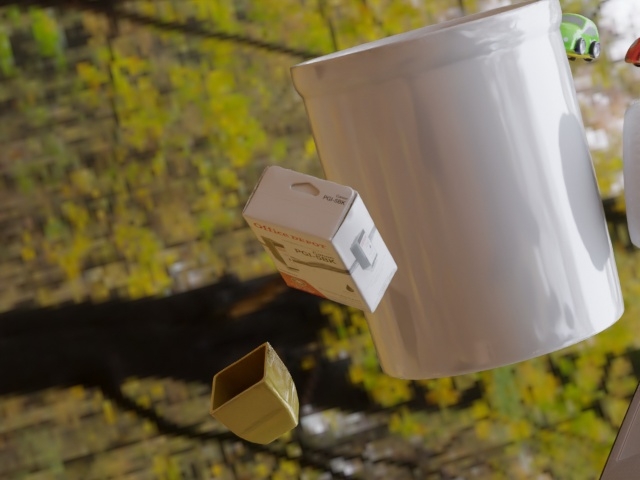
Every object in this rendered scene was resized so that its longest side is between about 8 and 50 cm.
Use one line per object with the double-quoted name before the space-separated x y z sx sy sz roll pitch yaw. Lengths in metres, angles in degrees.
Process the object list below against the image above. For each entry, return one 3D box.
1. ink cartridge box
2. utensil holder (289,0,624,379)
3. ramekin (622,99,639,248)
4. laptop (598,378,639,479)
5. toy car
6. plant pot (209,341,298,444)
"ink cartridge box" 0.000 0.000 1.605 0.099 0.056 0.135 17 -23 29
"utensil holder" 0.171 -0.064 2.099 0.327 0.327 0.385 -170 -116 -75
"ramekin" 0.421 -0.079 2.104 0.207 0.109 0.207 -2 90 -74
"laptop" 0.357 0.020 1.451 0.236 0.408 0.382 56 33 -11
"toy car" 0.352 -0.261 2.294 0.239 0.225 0.053 10 -85 33
"plant pot" -0.069 0.185 2.033 0.083 0.081 0.081 50 19 -22
